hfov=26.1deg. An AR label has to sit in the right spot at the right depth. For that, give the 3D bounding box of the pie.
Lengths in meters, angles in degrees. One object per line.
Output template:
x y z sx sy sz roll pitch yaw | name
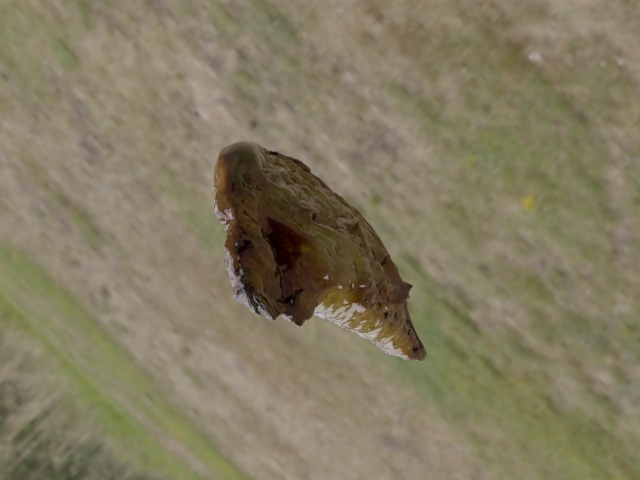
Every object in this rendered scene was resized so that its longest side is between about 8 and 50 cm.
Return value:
0.000 -0.001 0.526 0.088 0.033 0.191 60 -168 17 | pie
